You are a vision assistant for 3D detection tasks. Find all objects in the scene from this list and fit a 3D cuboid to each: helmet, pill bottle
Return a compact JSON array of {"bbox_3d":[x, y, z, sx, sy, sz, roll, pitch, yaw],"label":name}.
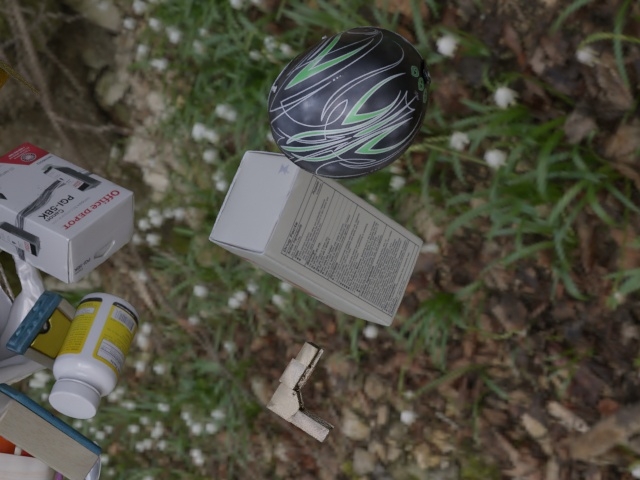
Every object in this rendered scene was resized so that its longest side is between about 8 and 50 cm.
[{"bbox_3d":[0.030,-0.146,1.174,0.169,0.169,0.161,-30,16,48],"label":"helmet"},{"bbox_3d":[-0.226,0.114,1.053,0.065,0.065,0.116,-37,28,44],"label":"pill bottle"}]

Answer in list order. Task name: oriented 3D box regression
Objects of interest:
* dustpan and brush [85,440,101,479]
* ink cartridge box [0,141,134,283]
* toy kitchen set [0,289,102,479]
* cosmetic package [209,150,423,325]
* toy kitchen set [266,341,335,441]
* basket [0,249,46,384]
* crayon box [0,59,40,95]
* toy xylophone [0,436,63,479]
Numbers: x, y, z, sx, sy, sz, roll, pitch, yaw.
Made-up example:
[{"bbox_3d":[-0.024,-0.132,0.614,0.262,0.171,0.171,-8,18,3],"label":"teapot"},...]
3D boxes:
[{"bbox_3d":[-0.310,0.362,1.422,0.060,0.147,0.211,-162,72,-63],"label":"dustpan and brush"},{"bbox_3d":[-0.258,-0.029,1.009,0.135,0.099,0.056,24,130,18],"label":"ink cartridge box"},{"bbox_3d":[-0.301,0.138,1.152,0.207,0.122,0.166,11,63,50],"label":"toy kitchen set"},{"bbox_3d":[0.000,0.000,1.566,0.129,0.296,0.153,13,75,46],"label":"cosmetic package"},{"bbox_3d":[-0.003,0.166,1.178,0.075,0.068,0.083,31,91,12],"label":"toy kitchen set"},{"bbox_3d":[-0.620,0.105,1.604,0.266,0.331,0.328,-29,82,38],"label":"basket"},{"bbox_3d":[-0.500,-0.259,1.240,0.318,0.202,0.081,35,86,20],"label":"crayon box"},{"bbox_3d":[-0.597,0.391,1.842,0.081,0.323,0.236,152,136,-68],"label":"toy xylophone"}]
